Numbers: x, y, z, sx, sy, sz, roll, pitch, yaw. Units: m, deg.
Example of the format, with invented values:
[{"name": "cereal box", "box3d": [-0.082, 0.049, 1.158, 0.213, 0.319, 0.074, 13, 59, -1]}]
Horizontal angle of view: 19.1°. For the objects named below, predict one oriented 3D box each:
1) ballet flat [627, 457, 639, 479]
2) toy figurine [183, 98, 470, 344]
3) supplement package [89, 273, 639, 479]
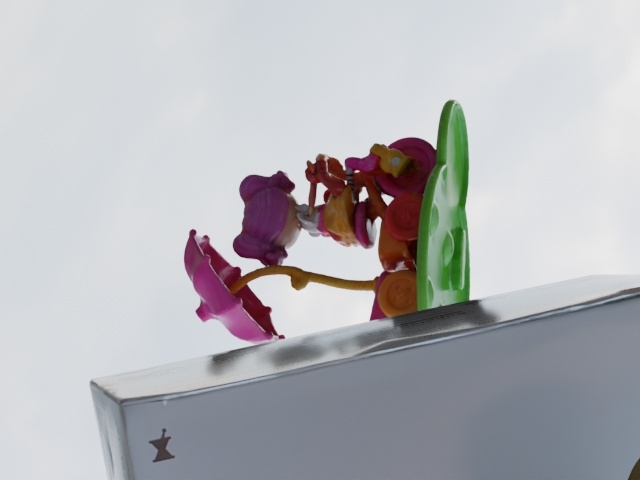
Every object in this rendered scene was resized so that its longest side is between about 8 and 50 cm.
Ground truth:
[{"name": "ballet flat", "box3d": [0.157, 0.097, 0.658, 0.073, 0.080, 0.232, -40, 178, -31]}, {"name": "toy figurine", "box3d": [0.000, 0.000, 1.107, 0.130, 0.159, 0.173, 56, 37, -65]}, {"name": "supplement package", "box3d": [0.048, 0.138, 0.851, 0.145, 0.261, 0.204, 177, -98, -79]}]
